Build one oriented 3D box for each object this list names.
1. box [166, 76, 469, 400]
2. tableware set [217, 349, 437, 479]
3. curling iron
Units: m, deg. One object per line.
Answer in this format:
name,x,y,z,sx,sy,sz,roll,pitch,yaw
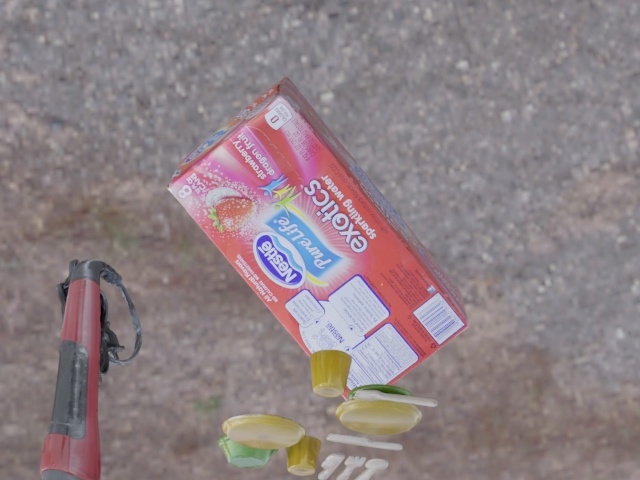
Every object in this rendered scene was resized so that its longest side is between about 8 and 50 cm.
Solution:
box,0.000,0.000,1.272,0.128,0.257,0.122,-38,-170,9
tableware set,-0.002,0.101,0.836,0.104,0.024,0.154,9,152,-11
curling iron,-0.114,0.121,0.725,0.035,0.274,0.068,-15,139,13
